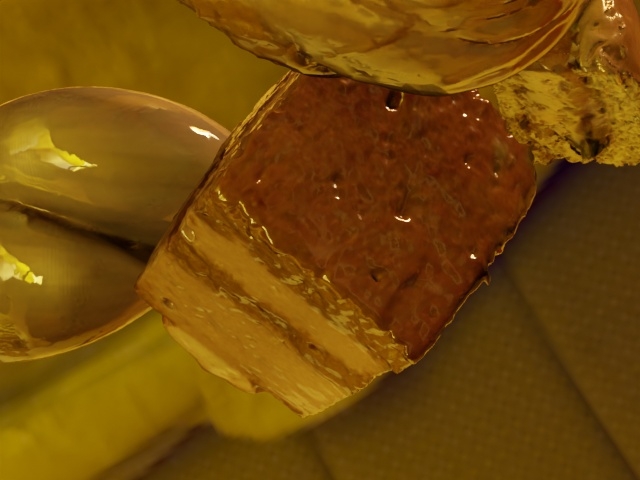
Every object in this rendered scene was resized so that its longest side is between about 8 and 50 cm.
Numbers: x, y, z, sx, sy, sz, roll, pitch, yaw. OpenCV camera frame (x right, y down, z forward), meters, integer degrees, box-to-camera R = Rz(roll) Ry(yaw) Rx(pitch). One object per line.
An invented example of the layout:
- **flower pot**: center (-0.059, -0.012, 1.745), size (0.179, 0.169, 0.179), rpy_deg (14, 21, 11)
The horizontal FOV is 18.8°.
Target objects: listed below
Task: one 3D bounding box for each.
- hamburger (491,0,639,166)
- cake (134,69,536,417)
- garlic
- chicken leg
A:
- **hamburger**: center (0.206, -0.135, 1.496), size (0.124, 0.131, 0.262), rpy_deg (7, 166, 13)
- **cake**: center (0.000, 0.000, 1.423), size (0.199, 0.196, 0.293), rpy_deg (-57, -173, -28)
- **garlic**: center (-0.178, 0.003, 1.656), size (0.340, 0.231, 0.246), rpy_deg (4, 159, 6)
- **chicken leg**: center (-0.051, -0.206, 0.958), size (0.295, 0.409, 0.182), rpy_deg (85, 22, -79)
